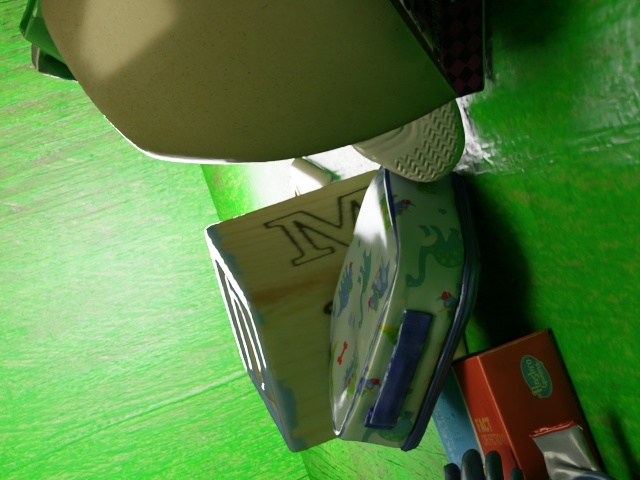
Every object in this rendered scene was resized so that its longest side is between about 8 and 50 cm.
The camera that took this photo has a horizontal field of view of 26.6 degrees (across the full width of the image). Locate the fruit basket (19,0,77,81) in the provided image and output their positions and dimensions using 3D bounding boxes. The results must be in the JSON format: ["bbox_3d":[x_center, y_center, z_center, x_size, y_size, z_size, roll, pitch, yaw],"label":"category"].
[{"bbox_3d":[-0.144,-0.198,1.438,0.165,0.353,0.327,-63,18,4],"label":"fruit basket"}]

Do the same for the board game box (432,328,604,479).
[{"bbox_3d":[0.189,0.243,1.153,0.242,0.064,0.316,127,123,-78],"label":"board game box"}]

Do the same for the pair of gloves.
[{"bbox_3d":[0.176,0.219,1.014,0.198,0.023,0.159,-31,80,43],"label":"pair of gloves"}]

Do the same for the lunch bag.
[{"bbox_3d":[0.068,0.060,1.149,0.176,0.090,0.219,-92,15,-56],"label":"lunch bag"}]

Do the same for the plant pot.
[{"bbox_3d":[-0.068,-0.160,0.880,0.284,0.191,0.284,55,-171,-13],"label":"plant pot"}]

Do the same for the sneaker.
[{"bbox_3d":[0.034,-0.156,1.162,0.268,0.101,0.153,48,-170,12],"label":"sneaker"}]

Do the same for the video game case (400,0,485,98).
[{"bbox_3d":[0.060,-0.251,0.980,0.232,0.042,0.210,82,166,-48],"label":"video game case"}]

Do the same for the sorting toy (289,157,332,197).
[{"bbox_3d":[0.000,0.000,1.742,0.348,0.047,0.196,-141,33,-72],"label":"sorting toy"}]

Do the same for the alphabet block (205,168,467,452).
[{"bbox_3d":[0.016,0.066,1.364,0.193,0.197,0.192,-126,19,-59],"label":"alphabet block"}]
